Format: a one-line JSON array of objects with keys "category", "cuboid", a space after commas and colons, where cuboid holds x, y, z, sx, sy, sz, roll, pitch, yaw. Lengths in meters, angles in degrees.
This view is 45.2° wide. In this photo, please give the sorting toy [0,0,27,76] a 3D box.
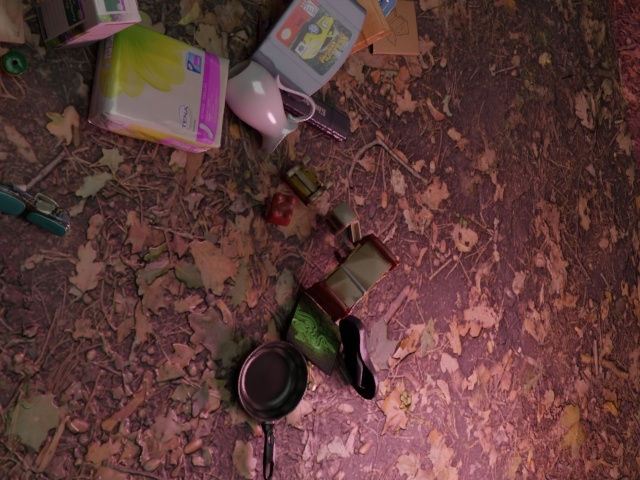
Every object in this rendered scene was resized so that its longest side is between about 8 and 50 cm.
[{"category": "sorting toy", "cuboid": [-0.642, -0.452, 1.463, 0.132, 0.046, 0.274, -5, 91, -42]}]

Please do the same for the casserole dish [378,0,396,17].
[{"category": "casserole dish", "cuboid": [0.143, -0.638, 2.119, 0.188, 0.037, 0.114, -51, 140, 2]}]

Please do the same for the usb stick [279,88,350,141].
[{"category": "usb stick", "cuboid": [-0.027, -0.340, 2.004, 0.278, 0.045, 0.077, 25, 72, -38]}]

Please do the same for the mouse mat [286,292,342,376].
[{"category": "mouse mat", "cuboid": [-0.011, 0.244, 1.987, 0.189, 0.007, 0.152, 45, 45, -29]}]

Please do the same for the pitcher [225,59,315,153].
[{"category": "pitcher", "cuboid": [-0.125, -0.341, 1.848, 0.178, 0.125, 0.207, -37, 119, -3]}]

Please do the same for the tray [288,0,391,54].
[{"category": "tray", "cuboid": [0.004, -0.674, 1.961, 0.203, 0.076, 0.410, -28, 110, 0]}]

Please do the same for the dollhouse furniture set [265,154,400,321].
[{"category": "dollhouse furniture set", "cuboid": [0.000, 0.000, 1.956, 0.201, 0.152, 0.374, -42, 91, -18]}]

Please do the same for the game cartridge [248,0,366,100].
[{"category": "game cartridge", "cuboid": [-0.020, -0.504, 1.906, 0.196, 0.060, 0.294, 37, 82, -23]}]

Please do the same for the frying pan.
[{"category": "frying pan", "cuboid": [-0.103, 0.401, 1.884, 0.197, 0.053, 0.326, -22, 105, -31]}]

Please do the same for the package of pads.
[{"category": "package of pads", "cuboid": [-0.349, -0.325, 1.682, 0.297, 0.101, 0.229, 13, 78, -40]}]

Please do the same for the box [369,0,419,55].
[{"category": "box", "cuboid": [0.211, -0.624, 2.247, 0.201, 0.021, 0.164, -10, 94, -42]}]

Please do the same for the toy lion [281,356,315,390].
[{"category": "toy lion", "cuboid": [-0.060, 0.335, 1.951, 0.096, 0.034, 0.100, 0, 88, -35]}]

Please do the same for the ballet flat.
[{"category": "ballet flat", "cuboid": [-0.574, -0.073, 1.503, 0.188, 0.070, 0.070, 35, 65, -37]}]

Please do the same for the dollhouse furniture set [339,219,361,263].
[{"category": "dollhouse furniture set", "cuboid": [0.101, 0.005, 2.074, 0.091, 0.081, 0.114, -13, 96, -41]}]

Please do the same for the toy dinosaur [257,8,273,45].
[{"category": "toy dinosaur", "cuboid": [-0.146, -0.519, 1.927, 0.090, 0.047, 0.082, 35, 71, 2]}]

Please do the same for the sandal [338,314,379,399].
[{"category": "sandal", "cuboid": [0.088, 0.314, 2.024, 0.054, 0.097, 0.254, -35, 119, -38]}]

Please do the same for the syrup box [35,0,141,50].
[{"category": "syrup box", "cuboid": [-0.456, -0.444, 1.500, 0.096, 0.237, 0.093, -19, 101, -41]}]
